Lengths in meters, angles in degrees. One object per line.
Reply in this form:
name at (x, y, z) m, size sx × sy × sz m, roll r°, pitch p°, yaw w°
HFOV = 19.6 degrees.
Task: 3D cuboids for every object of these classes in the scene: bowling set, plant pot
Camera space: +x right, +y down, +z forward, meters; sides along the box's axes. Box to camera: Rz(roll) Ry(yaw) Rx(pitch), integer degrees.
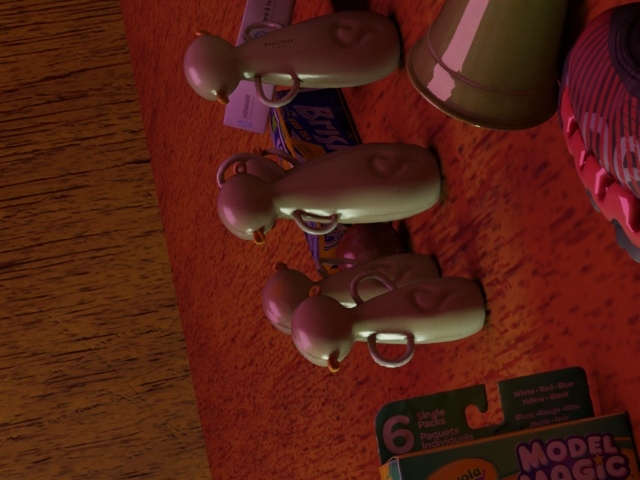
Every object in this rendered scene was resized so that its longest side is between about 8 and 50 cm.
bowling set at (0.000, 0.000, 1.309) m, size 0.200 × 0.154 × 0.287 m, roll 96°, pitch 161°, yaw -57°
plant pot at (0.093, -0.112, 0.938) m, size 0.083 × 0.083 × 0.079 m, roll -110°, pitch 25°, yaw -42°

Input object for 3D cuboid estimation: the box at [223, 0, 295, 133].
box at (-0.034, -0.195, 1.435) m, size 0.145 × 0.038 × 0.186 m, roll 109°, pitch 173°, yaw -71°

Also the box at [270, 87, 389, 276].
box at (0.005, -0.051, 1.495) m, size 0.054 × 0.059 × 0.169 m, roll 92°, pitch 164°, yaw -47°

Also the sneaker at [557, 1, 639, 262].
sneaker at (0.155, -0.032, 0.590) m, size 0.276 × 0.097 × 0.135 m, roll -120°, pitch 21°, yaw -56°

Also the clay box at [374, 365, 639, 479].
clay box at (0.110, 0.180, 0.957) m, size 0.053 × 0.127 × 0.222 m, roll 131°, pitch 128°, yaw -76°
